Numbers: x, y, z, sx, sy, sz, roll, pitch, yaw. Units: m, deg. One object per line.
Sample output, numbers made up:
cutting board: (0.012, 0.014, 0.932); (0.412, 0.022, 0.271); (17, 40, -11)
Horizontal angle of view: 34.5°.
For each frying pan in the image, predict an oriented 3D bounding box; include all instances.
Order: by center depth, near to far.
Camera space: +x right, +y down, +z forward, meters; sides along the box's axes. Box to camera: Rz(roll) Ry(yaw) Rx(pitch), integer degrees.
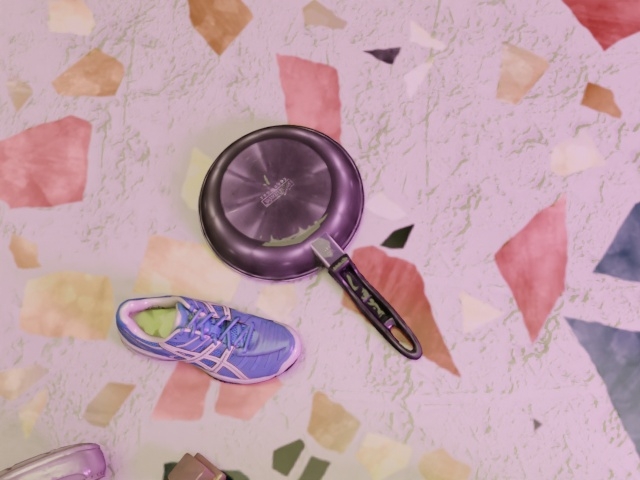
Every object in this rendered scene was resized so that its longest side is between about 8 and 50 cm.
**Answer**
frying pan: (-0.029, 0.007, 1.166); (0.197, 0.053, 0.326); (-18, 68, 0)

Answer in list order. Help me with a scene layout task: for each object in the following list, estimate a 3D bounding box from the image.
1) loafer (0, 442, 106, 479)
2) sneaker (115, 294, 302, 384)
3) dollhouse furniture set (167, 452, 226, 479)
loafer: (-0.352, 0.320, 1.066); (0.319, 0.112, 0.111); (-33, 77, 3)
sneaker: (-0.126, 0.106, 1.122); (0.211, 0.081, 0.080); (6, 71, 6)
dollhouse furniture set: (-0.083, 0.445, 1.024); (0.355, 0.174, 0.303); (31, 76, 39)
